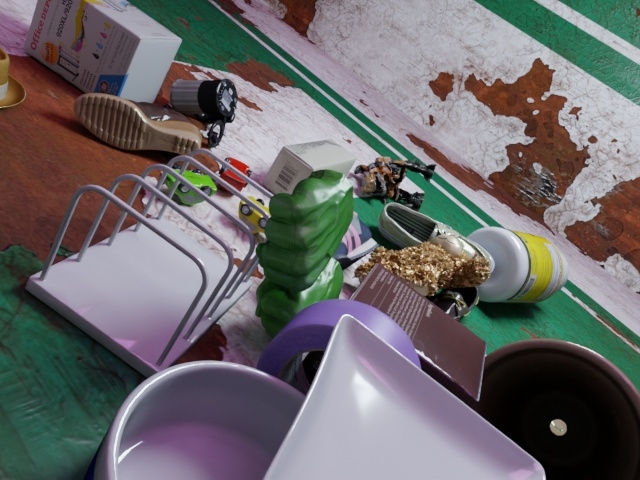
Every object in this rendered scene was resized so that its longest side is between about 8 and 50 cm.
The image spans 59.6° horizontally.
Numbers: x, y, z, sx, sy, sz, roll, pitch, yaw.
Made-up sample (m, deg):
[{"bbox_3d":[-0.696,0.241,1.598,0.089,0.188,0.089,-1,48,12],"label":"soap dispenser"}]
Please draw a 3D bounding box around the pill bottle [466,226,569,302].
[{"bbox_3d":[0.518,0.071,1.469,0.334,0.188,0.188,8,35,-45],"label":"pill bottle"}]

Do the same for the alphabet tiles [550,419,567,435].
[{"bbox_3d":[0.518,0.444,1.001,0.285,0.011,0.342,35,24,1],"label":"alphabet tiles"}]

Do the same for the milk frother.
[{"bbox_3d":[-0.275,-0.294,1.287,0.135,0.129,0.143,7,47,25],"label":"milk frother"}]

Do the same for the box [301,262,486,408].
[{"bbox_3d":[0.097,0.173,0.788,0.203,0.168,0.167,36,24,7],"label":"box"}]

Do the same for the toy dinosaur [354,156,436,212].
[{"bbox_3d":[0.215,-0.195,1.650,0.218,0.164,0.322,20,45,8],"label":"toy dinosaur"}]

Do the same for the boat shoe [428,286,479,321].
[{"bbox_3d":[0.277,0.137,1.194,0.081,0.068,0.228,43,26,19],"label":"boat shoe"}]

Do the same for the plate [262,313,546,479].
[{"bbox_3d":[0.086,0.223,0.485,0.277,0.045,0.278,39,27,-2],"label":"plate"}]

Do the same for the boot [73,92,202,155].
[{"bbox_3d":[-0.364,-0.242,1.119,0.248,0.090,0.207,17,17,-29],"label":"boot"}]

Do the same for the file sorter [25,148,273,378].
[{"bbox_3d":[-0.189,0.005,0.742,0.193,0.173,0.277,36,24,3],"label":"file sorter"}]

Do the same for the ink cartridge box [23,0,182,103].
[{"bbox_3d":[-0.457,-0.415,1.180,0.233,0.171,0.168,34,24,2],"label":"ink cartridge box"}]

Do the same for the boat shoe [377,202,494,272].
[{"bbox_3d":[0.271,0.006,1.335,0.302,0.109,0.094,25,-16,14],"label":"boat shoe"}]

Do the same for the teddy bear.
[{"bbox_3d":[0.213,0.050,1.147,0.338,0.113,0.245,-7,1,-36],"label":"teddy bear"}]

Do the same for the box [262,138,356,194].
[{"bbox_3d":[-0.019,-0.168,1.342,0.094,0.113,0.275,38,23,11],"label":"box"}]

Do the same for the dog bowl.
[{"bbox_3d":[-0.081,0.243,0.513,0.265,0.104,0.265,27,24,-13],"label":"dog bowl"}]

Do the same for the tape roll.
[{"bbox_3d":[0.022,0.172,0.675,0.189,0.189,0.080,37,24,6],"label":"tape roll"}]

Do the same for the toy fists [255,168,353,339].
[{"bbox_3d":[-0.028,0.039,0.768,0.096,0.279,0.142,19,42,13],"label":"toy fists"}]

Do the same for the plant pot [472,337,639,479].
[{"bbox_3d":[0.349,0.286,0.844,0.263,0.263,0.229,47,10,27],"label":"plant pot"}]

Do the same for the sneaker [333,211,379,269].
[{"bbox_3d":[0.000,0.000,1.032,0.131,0.112,0.319,59,22,7],"label":"sneaker"}]

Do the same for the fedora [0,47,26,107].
[{"bbox_3d":[-0.582,-0.294,0.916,0.194,0.079,0.194,27,26,-14],"label":"fedora"}]

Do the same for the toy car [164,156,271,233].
[{"bbox_3d":[-0.197,-0.090,1.049,0.225,0.053,0.239,9,34,-42],"label":"toy car"}]
